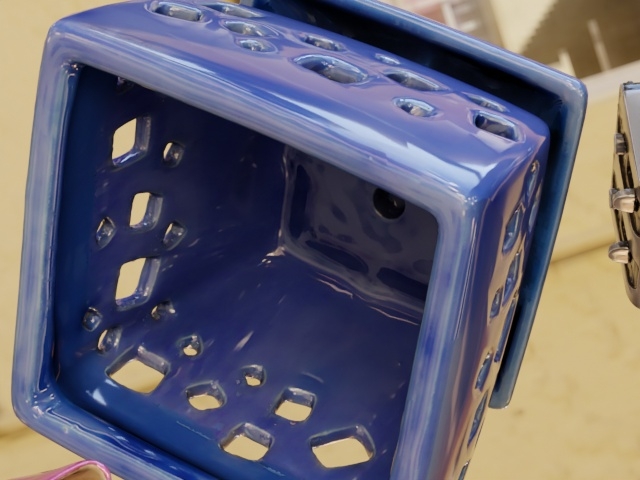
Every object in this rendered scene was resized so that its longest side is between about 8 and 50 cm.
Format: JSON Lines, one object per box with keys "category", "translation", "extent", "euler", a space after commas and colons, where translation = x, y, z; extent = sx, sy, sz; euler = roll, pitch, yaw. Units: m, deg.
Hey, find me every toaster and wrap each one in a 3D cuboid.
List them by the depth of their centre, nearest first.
{"category": "toaster", "translation": [0.296, -0.033, 1.381], "extent": [0.168, 0.185, 0.110], "euler": [82, 8, -61]}

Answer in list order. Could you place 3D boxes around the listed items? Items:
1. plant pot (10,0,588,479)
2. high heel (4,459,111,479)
{"category": "plant pot", "translation": [0.000, 0.000, 0.998], "extent": [0.212, 0.236, 0.236], "euler": [-38, 145, -54]}
{"category": "high heel", "translation": [-0.145, 0.168, 0.667], "extent": [0.082, 0.117, 0.244], "euler": [43, 30, -1]}
